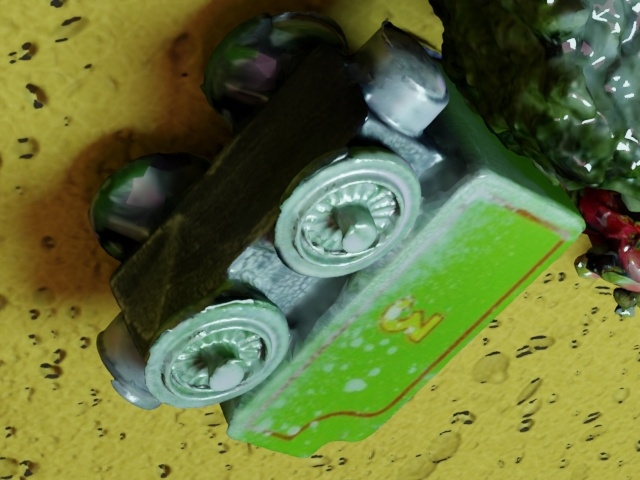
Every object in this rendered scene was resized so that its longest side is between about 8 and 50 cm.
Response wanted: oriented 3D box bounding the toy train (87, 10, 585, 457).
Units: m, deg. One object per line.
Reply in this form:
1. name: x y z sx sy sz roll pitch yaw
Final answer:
1. toy train: 0.000 0.000 1.124 0.249 0.173 0.307 23 119 -43

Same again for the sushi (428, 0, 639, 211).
1. sushi: 0.236 -0.158 0.994 0.352 0.178 0.294 2 105 -26

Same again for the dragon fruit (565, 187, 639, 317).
1. dragon fruit: 0.249 -0.014 1.200 0.166 0.160 0.172 -42 134 -13
